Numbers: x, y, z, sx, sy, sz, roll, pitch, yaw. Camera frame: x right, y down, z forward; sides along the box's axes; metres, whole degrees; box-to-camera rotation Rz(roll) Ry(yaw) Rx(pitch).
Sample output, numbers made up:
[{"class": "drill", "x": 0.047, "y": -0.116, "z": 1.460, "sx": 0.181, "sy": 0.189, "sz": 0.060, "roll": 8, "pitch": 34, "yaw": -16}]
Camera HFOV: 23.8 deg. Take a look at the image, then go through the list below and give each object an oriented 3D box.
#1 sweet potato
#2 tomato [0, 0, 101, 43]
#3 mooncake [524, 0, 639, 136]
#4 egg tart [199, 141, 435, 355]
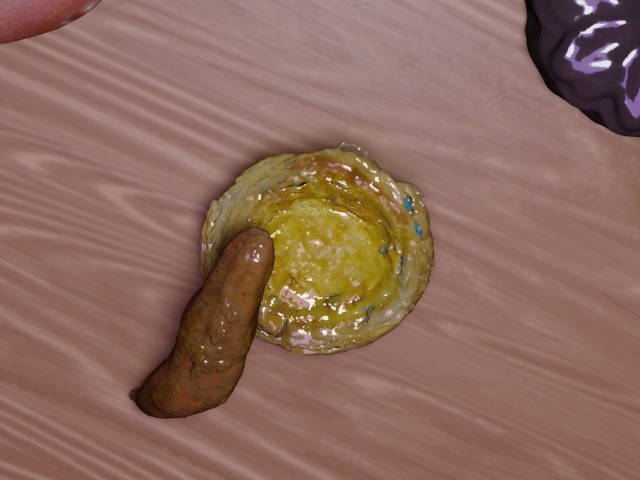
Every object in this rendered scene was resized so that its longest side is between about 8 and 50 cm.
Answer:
[{"class": "sweet potato", "x": -0.127, "y": 0.123, "z": 1.773, "sx": 0.106, "sy": 0.095, "sz": 0.354, "roll": 53, "pitch": 133, "yaw": 18}, {"class": "tomato", "x": -0.355, "y": -0.370, "z": 1.596, "sx": 0.342, "sy": 0.273, "sz": 0.341, "roll": 0, "pitch": 106, "yaw": -1}, {"class": "mooncake", "x": 0.372, "y": -0.253, "z": 1.710, "sx": 0.283, "sy": 0.141, "sz": 0.283, "roll": 0, "pitch": 104, "yaw": 1}, {"class": "egg tart", "x": 0.000, "y": 0.000, "z": 1.797, "sx": 0.291, "sy": 0.107, "sz": 0.290, "roll": 2, "pitch": 115, "yaw": 5}]
